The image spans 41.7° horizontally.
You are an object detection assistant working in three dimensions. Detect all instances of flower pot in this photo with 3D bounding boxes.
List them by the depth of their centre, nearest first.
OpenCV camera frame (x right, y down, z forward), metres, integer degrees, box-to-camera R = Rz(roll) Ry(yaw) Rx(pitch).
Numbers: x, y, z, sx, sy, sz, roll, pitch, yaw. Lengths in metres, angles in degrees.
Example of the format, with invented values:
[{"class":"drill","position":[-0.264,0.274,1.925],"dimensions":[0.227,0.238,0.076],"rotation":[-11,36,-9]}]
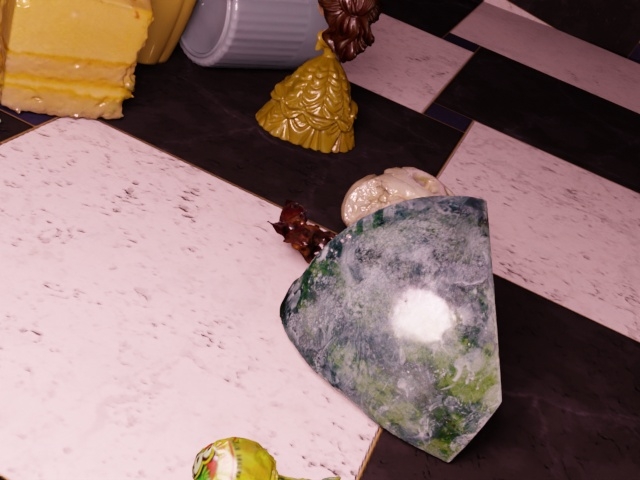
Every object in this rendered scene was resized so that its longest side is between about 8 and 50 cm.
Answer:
[{"class":"flower pot","position":[-0.337,-0.438,1.587],"dimensions":[0.195,0.179,0.195],"rotation":[16,28,-9]}]

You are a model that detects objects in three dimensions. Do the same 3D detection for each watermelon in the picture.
[{"class":"watermelon","position":[0.120,0.076,1.024],"dimensions":[0.320,0.289,0.214],"rotation":[27,-2,36]}]

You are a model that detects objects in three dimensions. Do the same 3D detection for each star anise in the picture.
[{"class":"star anise","position":[-0.002,0.004,1.195],"dimensions":[0.157,0.053,0.212],"rotation":[33,10,-3]}]

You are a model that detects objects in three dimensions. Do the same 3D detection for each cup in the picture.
[{"class":"cup","position":[-0.135,-0.497,1.734],"dimensions":[0.311,0.256,0.331],"rotation":[-10,43,-39]}]

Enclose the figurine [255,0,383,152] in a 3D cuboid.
[{"class":"figurine","position":[0.022,-0.332,1.496],"dimensions":[0.187,0.315,0.168],"rotation":[26,30,7]}]

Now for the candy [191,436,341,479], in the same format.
[{"class":"candy","position":[0.001,0.243,0.811],"dimensions":[0.262,0.073,0.077],"rotation":[16,48,-23]}]

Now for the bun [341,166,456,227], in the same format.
[{"class":"bun","position":[0.126,-0.043,1.253],"dimensions":[0.193,0.128,0.178],"rotation":[11,31,-42]}]

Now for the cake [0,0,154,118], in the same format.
[{"class":"cake","position":[-0.393,-0.365,1.322],"dimensions":[0.227,0.286,0.222],"rotation":[1,35,-30]}]
